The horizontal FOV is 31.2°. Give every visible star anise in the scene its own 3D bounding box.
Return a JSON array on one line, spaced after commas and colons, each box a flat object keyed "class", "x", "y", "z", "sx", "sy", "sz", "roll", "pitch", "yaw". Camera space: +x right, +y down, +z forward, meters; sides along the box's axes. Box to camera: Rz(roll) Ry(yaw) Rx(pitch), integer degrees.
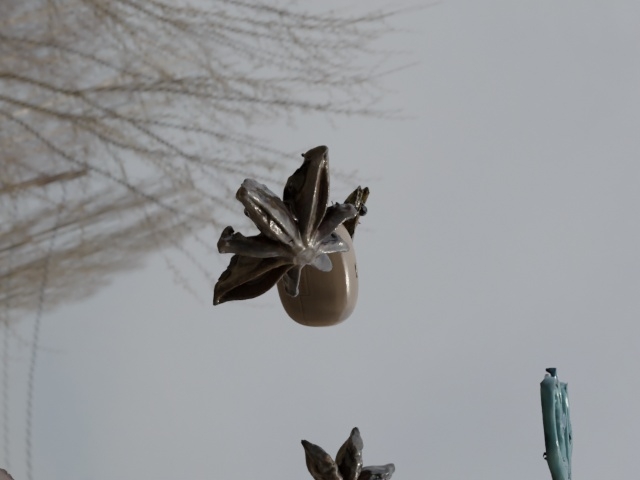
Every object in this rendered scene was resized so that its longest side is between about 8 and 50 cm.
[{"class": "star anise", "x": -0.052, "y": -0.021, "z": 1.604, "sx": 0.110, "sy": 0.198, "sz": 0.257, "roll": -120, "pitch": -152, "yaw": -44}, {"class": "star anise", "x": 0.049, "y": 0.402, "z": 1.826, "sx": 0.063, "sy": 0.172, "sz": 0.208, "roll": 180, "pitch": -87, "yaw": -67}]

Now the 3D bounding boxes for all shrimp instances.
[{"class": "shrimp", "x": 0.000, "y": 0.000, "z": 2.075, "sx": 0.169, "sy": 0.058, "sz": 0.296, "roll": 51, "pitch": -55, "yaw": 41}]

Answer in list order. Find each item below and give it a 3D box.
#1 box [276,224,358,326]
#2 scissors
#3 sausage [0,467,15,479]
[{"class": "box", "x": -0.008, "y": 0.053, "z": 1.974, "sx": 0.146, "sy": 0.088, "sz": 0.200, "roll": -2, "pitch": -74, "yaw": 20}, {"class": "scissors", "x": 0.387, "y": 0.398, "z": 1.824, "sx": 0.032, "sy": 0.180, "sz": 0.393, "roll": -5, "pitch": -93, "yaw": 22}, {"class": "sausage", "x": -0.420, "y": 0.346, "z": 1.200, "sx": 0.123, "sy": 0.123, "sz": 0.253, "roll": 40, "pitch": -74, "yaw": 45}]
